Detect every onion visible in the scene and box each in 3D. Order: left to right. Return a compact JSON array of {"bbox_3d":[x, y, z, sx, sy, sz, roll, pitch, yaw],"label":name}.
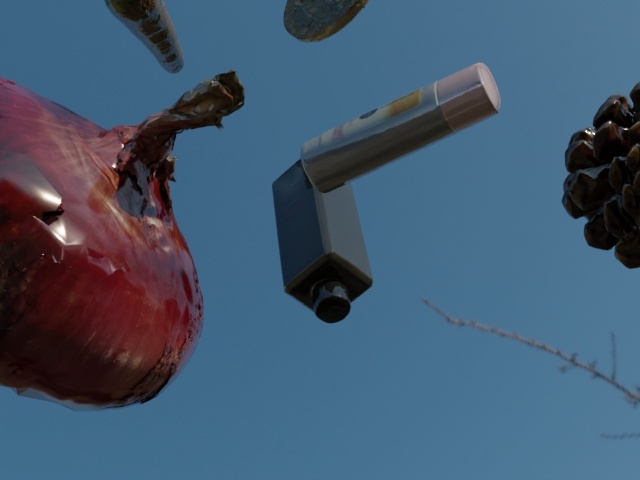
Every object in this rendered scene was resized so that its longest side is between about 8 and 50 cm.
[{"bbox_3d":[-0.088,-0.021,0.362,0.150,0.150,0.140,34,-72,-34],"label":"onion"}]

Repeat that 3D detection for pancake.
[{"bbox_3d":[0.015,-0.336,1.336,0.158,0.158,0.028,-35,-45,12],"label":"pancake"}]

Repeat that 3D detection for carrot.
[{"bbox_3d":[-0.250,-0.316,1.486,0.078,0.078,0.298,-22,-18,2],"label":"carrot"}]

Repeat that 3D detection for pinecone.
[{"bbox_3d":[0.437,-0.080,1.276,0.264,0.264,0.264,-8,-51,-10],"label":"pinecone"}]

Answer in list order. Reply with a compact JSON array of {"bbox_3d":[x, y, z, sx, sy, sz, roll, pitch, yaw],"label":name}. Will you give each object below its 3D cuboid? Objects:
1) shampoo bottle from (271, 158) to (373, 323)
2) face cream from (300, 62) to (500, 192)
[{"bbox_3d":[0.000,0.000,1.148,0.079,0.246,0.080,36,-64,-30],"label":"shampoo bottle"},{"bbox_3d":[0.078,-0.110,0.957,0.198,0.084,0.057,-25,-74,20],"label":"face cream"}]
